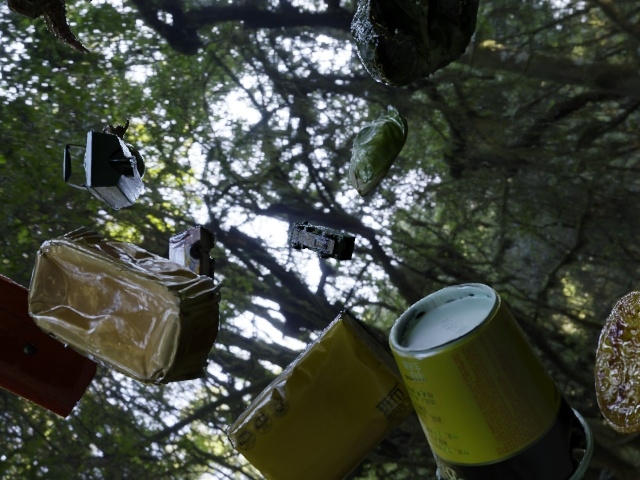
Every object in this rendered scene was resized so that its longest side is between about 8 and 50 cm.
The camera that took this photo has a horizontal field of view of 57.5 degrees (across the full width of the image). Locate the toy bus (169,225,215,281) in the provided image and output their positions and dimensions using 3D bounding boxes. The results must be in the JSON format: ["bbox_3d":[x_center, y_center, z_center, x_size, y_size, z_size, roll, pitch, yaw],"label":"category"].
[{"bbox_3d":[-0.334,0.104,1.513,0.090,0.112,0.274,44,-140,-63],"label":"toy bus"}]

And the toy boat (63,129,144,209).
[{"bbox_3d":[-0.345,-0.104,0.957,0.103,0.246,0.093,-1,-97,-9],"label":"toy boat"}]

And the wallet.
[{"bbox_3d":[-0.428,0.153,0.858,0.204,0.045,0.142,37,-127,-23],"label":"wallet"}]

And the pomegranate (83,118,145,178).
[{"bbox_3d":[-0.426,-0.176,1.212,0.122,0.122,0.162,9,-98,-52],"label":"pomegranate"}]

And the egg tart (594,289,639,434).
[{"bbox_3d":[0.480,0.177,0.786,0.202,0.147,0.203,16,-90,-89],"label":"egg tart"}]

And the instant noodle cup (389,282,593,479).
[{"bbox_3d":[0.201,0.191,0.749,0.215,0.215,0.236,-40,-73,-37],"label":"instant noodle cup"}]

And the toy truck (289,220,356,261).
[{"bbox_3d":[0.000,0.000,1.376,0.079,0.147,0.065,-3,-72,-52],"label":"toy truck"}]

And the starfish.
[{"bbox_3d":[-0.466,-0.424,0.991,0.238,0.071,0.216,-67,-24,-63],"label":"starfish"}]

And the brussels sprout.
[{"bbox_3d":[0.117,-0.183,1.213,0.100,0.139,0.181,40,-85,-18],"label":"brussels sprout"}]

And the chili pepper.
[{"bbox_3d":[0.133,-0.320,0.880,0.264,0.116,0.148,-35,-41,-36],"label":"chili pepper"}]

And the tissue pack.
[{"bbox_3d":[0.010,0.273,0.943,0.271,0.192,0.134,-46,-5,3],"label":"tissue pack"}]

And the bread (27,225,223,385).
[{"bbox_3d":[-0.243,0.080,0.734,0.107,0.241,0.136,-10,-64,-67],"label":"bread"}]
